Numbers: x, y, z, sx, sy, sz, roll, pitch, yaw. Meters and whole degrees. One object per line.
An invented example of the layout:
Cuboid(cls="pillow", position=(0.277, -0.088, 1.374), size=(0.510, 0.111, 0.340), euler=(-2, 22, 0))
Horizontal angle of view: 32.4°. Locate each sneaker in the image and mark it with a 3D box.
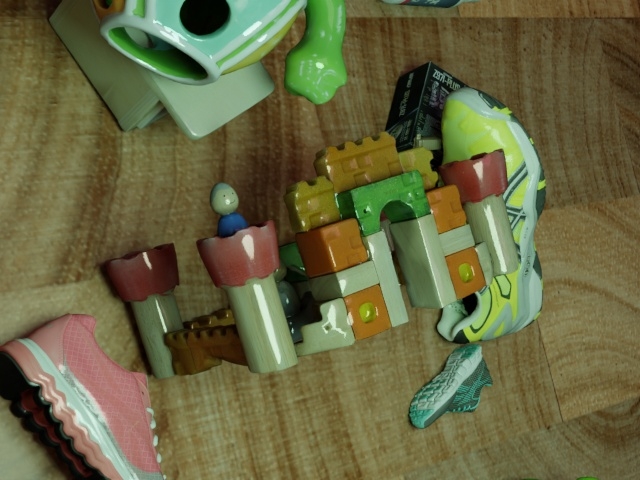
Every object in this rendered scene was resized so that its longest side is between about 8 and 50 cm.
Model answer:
Cuboid(cls="sneaker", position=(0.194, 0.221, 1.569), size=(0.166, 0.065, 0.076), euler=(-41, 107, -33))
Cuboid(cls="sneaker", position=(0.221, -0.022, 1.541), size=(0.147, 0.145, 0.384), euler=(-25, 115, -30))
Cuboid(cls="sneaker", position=(-0.224, 0.216, 1.239), size=(0.136, 0.116, 0.313), euler=(-40, 101, -37))

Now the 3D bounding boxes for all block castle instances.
Cuboid(cls="block castle", position=(0.000, 0.000, 1.344), size=(0.453, 0.303, 0.212), euler=(-18, 95, -37))

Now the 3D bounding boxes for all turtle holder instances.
Cuboid(cls="turtle holder", position=(-0.122, -0.288, 1.241), size=(0.320, 0.243, 0.227), euler=(42, 63, -55))

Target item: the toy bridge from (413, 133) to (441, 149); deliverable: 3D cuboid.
Cuboid(cls="toy bridge", position=(0.136, -0.061, 1.576), size=(0.063, 0.026, 0.188), euler=(-5, 109, -17))

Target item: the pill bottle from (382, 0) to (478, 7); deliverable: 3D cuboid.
Cuboid(cls="pill bottle", position=(0.176, -0.414, 1.698), size=(0.180, 0.108, 0.107), euler=(-5, 80, -36))

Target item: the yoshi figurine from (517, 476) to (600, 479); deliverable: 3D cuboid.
Cuboid(cls="yoshi figurine", position=(0.254, 0.462, 1.509), size=(0.203, 0.203, 0.362), euler=(37, 66, 26))

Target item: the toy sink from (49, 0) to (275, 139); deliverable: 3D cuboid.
Cuboid(cls="toy sink", position=(-0.197, -0.230, 1.372), size=(0.153, 0.131, 0.234), euler=(-39, 96, -36))

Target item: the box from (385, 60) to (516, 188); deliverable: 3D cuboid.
Cuboid(cls="box", position=(0.193, -0.157, 1.658), size=(0.180, 0.078, 0.147), euler=(27, 64, -27))
